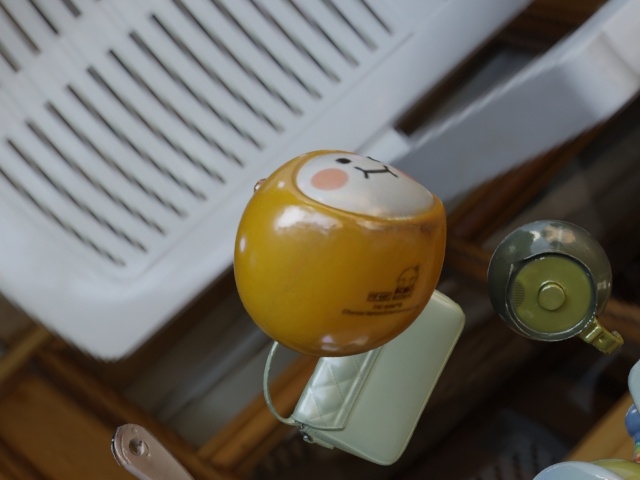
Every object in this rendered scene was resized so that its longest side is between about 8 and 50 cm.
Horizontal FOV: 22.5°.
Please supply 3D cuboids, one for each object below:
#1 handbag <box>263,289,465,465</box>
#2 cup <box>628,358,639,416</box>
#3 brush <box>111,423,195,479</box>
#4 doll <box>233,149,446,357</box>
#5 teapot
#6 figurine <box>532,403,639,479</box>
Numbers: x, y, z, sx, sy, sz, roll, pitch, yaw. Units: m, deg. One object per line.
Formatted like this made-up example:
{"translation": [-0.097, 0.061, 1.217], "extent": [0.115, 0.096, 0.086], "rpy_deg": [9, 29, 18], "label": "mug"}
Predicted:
{"translation": [0.046, 0.145, 2.052], "extent": [0.219, 0.256, 0.079], "rpy_deg": [27, 178, -20], "label": "handbag"}
{"translation": [0.266, 0.060, 0.652], "extent": [0.186, 0.234, 0.258], "rpy_deg": [46, -167, -22], "label": "cup"}
{"translation": [-0.090, 0.287, 1.682], "extent": [0.067, 0.072, 0.313], "rpy_deg": [-32, 113, 35], "label": "brush"}
{"translation": [0.000, 0.000, 1.573], "extent": [0.236, 0.213, 0.213], "rpy_deg": [38, 161, 45], "label": "doll"}
{"translation": [0.251, 0.058, 1.673], "extent": [0.165, 0.130, 0.119], "rpy_deg": [43, -167, -3], "label": "teapot"}
{"translation": [0.377, 0.298, 2.011], "extent": [0.205, 0.382, 0.224], "rpy_deg": [42, 139, -11], "label": "figurine"}
